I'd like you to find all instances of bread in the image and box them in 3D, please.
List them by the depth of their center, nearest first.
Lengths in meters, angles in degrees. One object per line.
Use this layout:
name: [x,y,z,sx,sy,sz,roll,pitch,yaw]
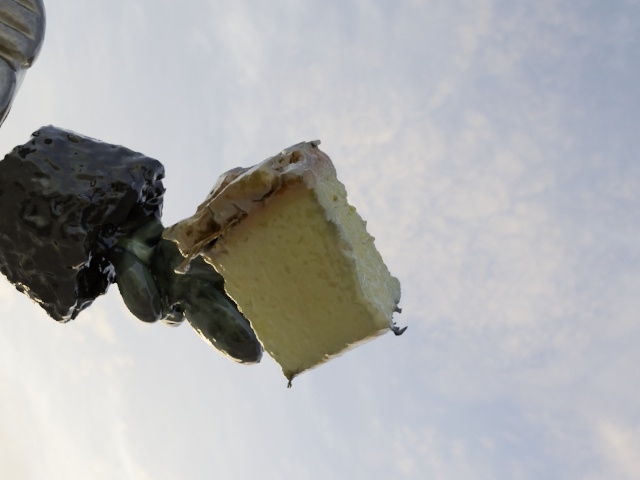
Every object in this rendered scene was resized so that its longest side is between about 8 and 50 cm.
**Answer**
bread: [0.000,0.000,0.600,0.127,0.152,0.147,-29,-83,42]

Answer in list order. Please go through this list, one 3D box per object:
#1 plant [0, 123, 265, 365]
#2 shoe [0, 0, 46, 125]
plant: [-0.154,0.018,0.771,0.275,0.146,0.149,26,-38,-4]
shoe: [-0.275,-0.008,0.409,0.172,0.351,0.198,40,-20,-1]
